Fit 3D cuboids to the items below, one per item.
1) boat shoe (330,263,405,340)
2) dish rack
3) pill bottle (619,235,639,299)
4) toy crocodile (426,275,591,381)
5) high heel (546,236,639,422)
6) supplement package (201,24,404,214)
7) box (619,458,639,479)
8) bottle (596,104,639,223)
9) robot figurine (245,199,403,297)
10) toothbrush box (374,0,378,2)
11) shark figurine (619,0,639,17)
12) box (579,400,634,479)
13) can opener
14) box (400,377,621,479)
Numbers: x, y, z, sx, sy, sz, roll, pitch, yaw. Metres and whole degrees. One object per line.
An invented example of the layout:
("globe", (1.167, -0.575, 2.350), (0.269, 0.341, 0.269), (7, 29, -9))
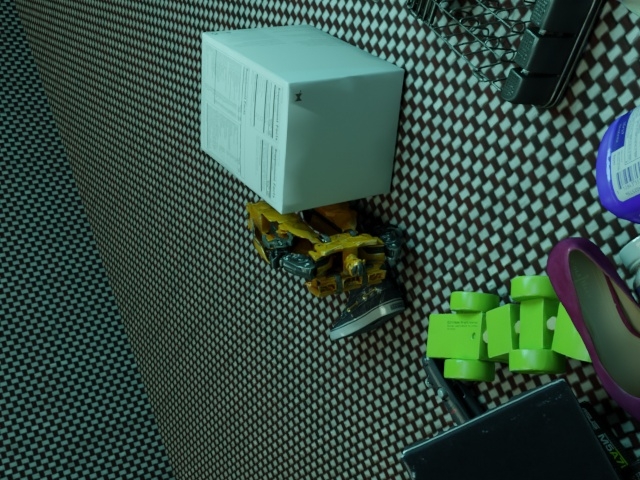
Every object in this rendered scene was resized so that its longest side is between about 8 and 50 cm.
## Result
("boat shoe", (0.066, 0.100, 1.432), (0.183, 0.065, 0.083), (-36, 67, 51))
("dish rack", (0.203, -0.303, 1.045), (0.271, 0.074, 0.208), (53, 140, 38))
("pill bottle", (0.364, 0.055, 0.893), (0.137, 0.078, 0.078), (63, 147, 23))
("toy crocodile", (0.242, 0.117, 1.110), (0.340, 0.105, 0.115), (-21, 62, 61))
("high heel", (0.311, 0.103, 0.900), (0.244, 0.082, 0.117), (63, -171, 8))
("supplement package", (-0.037, -0.194, 1.354), (0.262, 0.199, 0.198), (39, 133, 47))
("box", (0.391, 0.238, 0.814), (0.147, 0.180, 0.077), (66, 149, 20))
("bottle", (0.360, -0.101, 0.785), (0.283, 0.092, 0.118), (141, 142, -65))
("robot figurine", (0.000, 0.000, 1.377), (0.291, 0.211, 0.085), (-136, 38, -57))
("toothbrush box", (0.089, -0.464, 1.032), (0.295, 0.126, 0.217), (134, 150, -54))
("shark figurine", (0.334, -0.236, 0.791), (0.166, 0.278, 0.116), (87, -154, -78))
("box", (0.326, 0.325, 1.093), (0.184, 0.045, 0.191), (54, 142, 30))
("can opener", (0.201, 0.231, 1.251), (0.186, 0.059, 0.073), (66, 147, 20))
("box", (0.235, 0.322, 0.908), (0.294, 0.182, 0.296), (57, -172, -71))
